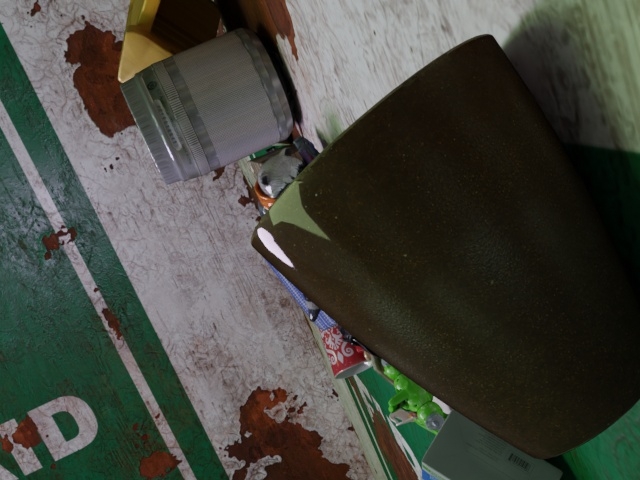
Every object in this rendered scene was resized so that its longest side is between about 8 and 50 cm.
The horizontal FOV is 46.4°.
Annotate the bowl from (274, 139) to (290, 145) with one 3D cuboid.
[{"bbox_3d":[-0.147,-0.245,1.586,0.170,0.170,0.080,-155,66,-78],"label":"bowl"}]

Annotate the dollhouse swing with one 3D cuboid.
[{"bbox_3d":[-0.257,-0.485,1.549,0.315,0.305,0.347,29,-148,-30],"label":"dollhouse swing"}]

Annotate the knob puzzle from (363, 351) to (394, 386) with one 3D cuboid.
[{"bbox_3d":[0.094,0.166,1.383,0.213,0.029,0.213,-19,-90,-78],"label":"knob puzzle"}]

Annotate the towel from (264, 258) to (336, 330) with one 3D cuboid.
[{"bbox_3d":[-0.015,0.065,1.608,0.243,0.040,0.336,53,157,5],"label":"towel"}]

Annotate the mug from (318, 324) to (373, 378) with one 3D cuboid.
[{"bbox_3d":[0.068,0.223,1.784,0.113,0.150,0.169,9,-128,-54],"label":"mug"}]

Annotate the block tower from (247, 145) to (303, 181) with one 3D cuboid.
[{"bbox_3d":[-0.076,-0.141,1.571,0.091,0.097,0.335,67,170,-12],"label":"block tower"}]

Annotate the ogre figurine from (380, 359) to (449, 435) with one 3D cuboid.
[{"bbox_3d":[0.156,0.252,1.205,0.118,0.096,0.197,55,-162,-65],"label":"ogre figurine"}]

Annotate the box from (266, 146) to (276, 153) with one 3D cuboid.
[{"bbox_3d":[-0.082,-0.140,1.842,0.116,0.029,0.162,75,169,-58],"label":"box"}]

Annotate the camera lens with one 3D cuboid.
[{"bbox_3d":[-0.199,-0.247,1.373,0.220,0.274,0.219,63,172,17],"label":"camera lens"}]

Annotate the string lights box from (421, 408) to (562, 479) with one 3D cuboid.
[{"bbox_3d":[0.197,0.303,0.905,0.133,0.077,0.260,28,157,22],"label":"string lights box"}]

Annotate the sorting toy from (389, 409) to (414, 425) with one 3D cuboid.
[{"bbox_3d":[0.168,0.323,1.404,0.083,0.075,0.045,-145,31,-76],"label":"sorting toy"}]

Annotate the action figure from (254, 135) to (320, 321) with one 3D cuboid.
[{"bbox_3d":[0.000,0.000,1.205,0.330,0.178,0.341,59,180,-35],"label":"action figure"}]

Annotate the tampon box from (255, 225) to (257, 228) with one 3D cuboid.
[{"bbox_3d":[-0.065,0.014,1.819,0.161,0.101,0.120,48,168,16],"label":"tampon box"}]

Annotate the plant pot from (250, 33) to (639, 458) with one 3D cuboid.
[{"bbox_3d":[0.107,0.023,0.506,0.230,0.215,0.215,51,171,6],"label":"plant pot"}]

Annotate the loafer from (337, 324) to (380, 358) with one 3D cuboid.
[{"bbox_3d":[0.085,0.138,1.132,0.302,0.108,0.095,117,153,-70],"label":"loafer"}]
